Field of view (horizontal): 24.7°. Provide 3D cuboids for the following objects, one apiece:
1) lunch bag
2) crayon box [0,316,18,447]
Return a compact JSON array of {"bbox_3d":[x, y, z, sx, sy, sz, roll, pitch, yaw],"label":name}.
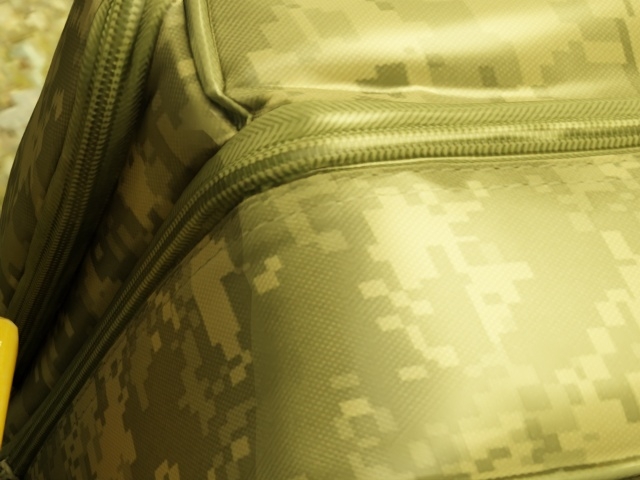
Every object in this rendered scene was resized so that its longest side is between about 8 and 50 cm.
[{"bbox_3d":[0.000,0.000,0.488,0.213,0.305,0.256,-4,67,-23],"label":"lunch bag"},{"bbox_3d":[-0.148,0.154,0.405,0.083,0.203,0.323,9,60,-14],"label":"crayon box"}]
